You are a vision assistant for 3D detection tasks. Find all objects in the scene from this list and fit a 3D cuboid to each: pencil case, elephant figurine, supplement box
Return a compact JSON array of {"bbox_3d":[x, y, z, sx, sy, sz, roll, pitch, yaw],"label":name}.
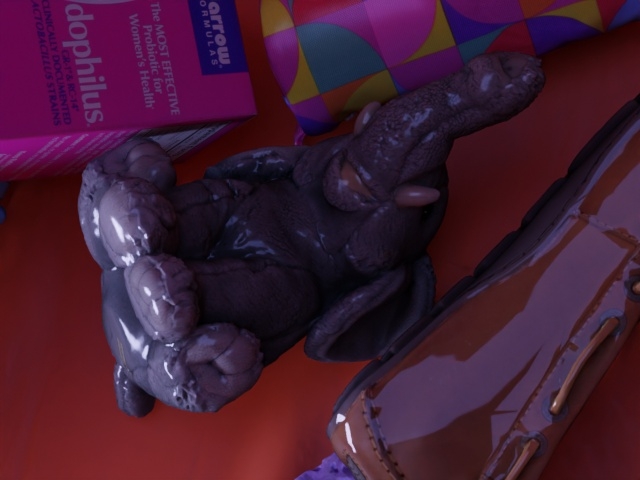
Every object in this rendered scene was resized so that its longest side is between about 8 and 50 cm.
[{"bbox_3d":[0.077,-0.137,1.135,0.236,0.104,0.104,-19,72,10],"label":"pencil case"},{"bbox_3d":[0.000,0.000,1.093,0.239,0.186,0.169,-21,107,-19],"label":"elephant figurine"},{"bbox_3d":[-0.162,-0.098,1.101,0.220,0.114,0.111,-8,81,-30],"label":"supplement box"}]

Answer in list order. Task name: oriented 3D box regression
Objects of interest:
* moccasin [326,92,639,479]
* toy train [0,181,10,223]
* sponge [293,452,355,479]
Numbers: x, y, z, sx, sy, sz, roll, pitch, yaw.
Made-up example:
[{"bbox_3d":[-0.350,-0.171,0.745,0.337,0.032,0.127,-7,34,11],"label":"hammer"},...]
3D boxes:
[{"bbox_3d":[0.177,0.018,1.040,0.147,0.139,0.380,44,80,12],"label":"moccasin"},{"bbox_3d":[-0.230,-0.048,1.194,0.105,0.080,0.184,24,82,12],"label":"toy train"},{"bbox_3d":[-0.003,0.197,1.097,0.210,0.031,0.117,-35,71,3],"label":"sponge"}]
